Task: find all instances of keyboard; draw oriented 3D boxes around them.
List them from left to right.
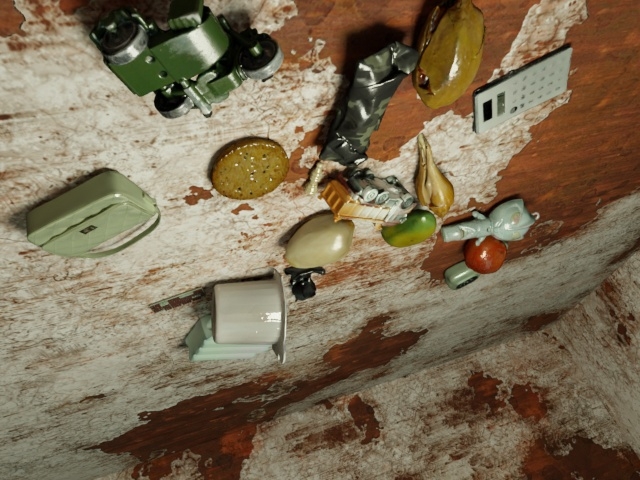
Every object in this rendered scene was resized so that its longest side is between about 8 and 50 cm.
[{"bbox_3d":[-0.436,0.186,1.442,0.165,0.017,0.055,-19,148,-6],"label":"keyboard"}]

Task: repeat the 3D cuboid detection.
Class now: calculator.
[{"bbox_3d":[0.506,-0.377,1.193,0.261,0.021,0.161,-27,148,6],"label":"calculator"}]

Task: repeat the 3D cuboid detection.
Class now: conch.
[{"bbox_3d":[0.309,-0.170,1.329,0.109,0.093,0.330,-32,129,1],"label":"conch"}]

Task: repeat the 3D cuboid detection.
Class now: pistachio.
[{"bbox_3d":[0.000,0.000,1.338,0.215,0.144,0.144,-22,149,10],"label":"pistachio"}]

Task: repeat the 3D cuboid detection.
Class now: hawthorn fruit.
[{"bbox_3d":[0.657,0.001,1.749,0.165,0.165,0.286,9,127,-40],"label":"hawthorn fruit"}]

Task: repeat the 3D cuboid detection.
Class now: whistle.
[{"bbox_3d":[0.597,-0.054,1.643,0.345,0.134,0.142,-11,136,1],"label":"whistle"}]

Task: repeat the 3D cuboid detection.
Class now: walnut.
[{"bbox_3d":[0.256,-0.371,0.939,0.137,0.137,0.245,-10,142,-19],"label":"walnut"}]

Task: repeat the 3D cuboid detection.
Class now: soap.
[{"bbox_3d":[-0.312,0.347,1.679,0.289,0.095,0.173,9,134,-38],"label":"soap"}]

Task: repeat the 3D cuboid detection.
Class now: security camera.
[{"bbox_3d":[0.662,0.107,1.967,0.301,0.080,0.157,-32,147,10],"label":"security camera"}]

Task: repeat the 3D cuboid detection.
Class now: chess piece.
[{"bbox_3d":[-0.013,-0.160,1.181,0.035,0.035,0.092,-4,140,-28],"label":"chess piece"}]

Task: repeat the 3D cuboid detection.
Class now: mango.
[{"bbox_3d":[0.279,-0.036,1.439,0.137,0.091,0.237,7,166,-27],"label":"mango"}]

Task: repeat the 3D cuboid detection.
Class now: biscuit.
[{"bbox_3d":[-0.163,-0.162,1.086,0.187,0.027,0.188,-18,149,-11],"label":"biscuit"}]

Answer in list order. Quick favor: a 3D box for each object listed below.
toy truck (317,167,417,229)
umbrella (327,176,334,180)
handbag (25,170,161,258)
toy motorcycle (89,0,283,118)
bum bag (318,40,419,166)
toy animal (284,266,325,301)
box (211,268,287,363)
[{"bbox_3d":[0.134,-0.106,1.260,0.270,0.114,0.135,4,132,-43],"label":"toy truck"},{"bbox_3d":[0.037,-0.125,1.276,0.022,0.022,0.149,16,153,18],"label":"umbrella"},{"bbox_3d":[-0.480,-0.033,1.036,0.256,0.079,0.219,-26,152,8],"label":"handbag"},{"bbox_3d":[-0.214,-0.308,0.758,0.274,0.127,0.205,-21,148,10],"label":"toy motorcycle"},{"bbox_3d":[0.088,-0.278,1.011,0.143,0.095,0.341,-15,154,-26],"label":"bum bag"},{"bbox_3d":[-0.041,0.165,1.570,0.121,0.117,0.210,-22,147,-14],"label":"toy animal"},{"bbox_3d":[-0.225,0.245,1.439,0.206,0.292,0.262,1,146,-16],"label":"box"}]
